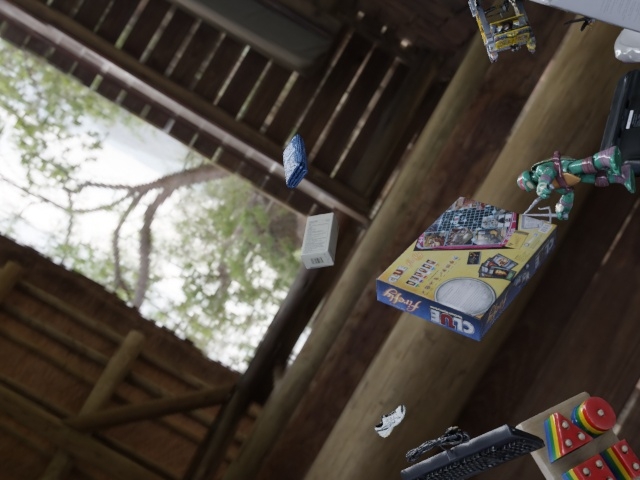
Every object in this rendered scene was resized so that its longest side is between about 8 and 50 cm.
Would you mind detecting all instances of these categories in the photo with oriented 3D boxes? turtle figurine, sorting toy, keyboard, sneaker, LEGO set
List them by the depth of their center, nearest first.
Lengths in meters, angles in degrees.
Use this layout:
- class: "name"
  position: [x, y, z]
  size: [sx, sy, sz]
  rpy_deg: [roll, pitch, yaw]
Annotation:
- class: "turtle figurine"
  position: [0.448, -0.107, 1.580]
  size: [0.234, 0.118, 0.175]
  rpy_deg: [-14, 166, 35]
- class: "keyboard"
  position: [0.280, 0.439, 1.725]
  size: [0.201, 0.033, 0.317]
  rpy_deg: [25, 137, -27]
- class: "LEGO set"
  position: [0.445, -0.501, 1.743]
  size: [0.331, 0.192, 0.255]
  rpy_deg: [-13, 158, -1]
- class: "sneaker"
  position: [0.723, -0.504, 1.838]
  size: [0.114, 0.305, 0.152]
  rpy_deg: [24, 152, 41]
- class: "sneaker"
  position: [0.152, 0.389, 1.858]
  size: [0.037, 0.083, 0.032]
  rpy_deg: [38, 180, -9]
- class: "sorting toy"
  position: [0.654, 0.510, 2.087]
  size: [0.257, 0.089, 0.256]
  rpy_deg: [-16, -115, -33]

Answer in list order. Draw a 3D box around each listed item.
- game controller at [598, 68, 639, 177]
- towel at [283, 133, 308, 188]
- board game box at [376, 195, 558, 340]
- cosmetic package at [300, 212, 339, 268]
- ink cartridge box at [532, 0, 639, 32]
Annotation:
- class: "game controller"
  position: [0.831, -0.311, 2.236]
  size: [0.166, 0.319, 0.067]
  rpy_deg: [6, 162, 41]
- class: "towel"
  position: [-0.057, -0.171, 1.839]
  size: [0.029, 0.067, 0.119]
  rpy_deg: [20, -143, -25]
- class: "board game box"
  position: [0.215, 0.032, 1.231]
  size: [0.165, 0.243, 0.042]
  rpy_deg: [21, 134, 31]
- class: "cosmetic package"
  position: [0.000, 0.000, 1.708]
  size: [0.060, 0.115, 0.041]
  rpy_deg: [-8, 131, 18]
- class: "ink cartridge box"
  position: [0.502, -0.418, 1.515]
  size: [0.370, 0.069, 0.176]
  rpy_deg: [9, -159, -28]
